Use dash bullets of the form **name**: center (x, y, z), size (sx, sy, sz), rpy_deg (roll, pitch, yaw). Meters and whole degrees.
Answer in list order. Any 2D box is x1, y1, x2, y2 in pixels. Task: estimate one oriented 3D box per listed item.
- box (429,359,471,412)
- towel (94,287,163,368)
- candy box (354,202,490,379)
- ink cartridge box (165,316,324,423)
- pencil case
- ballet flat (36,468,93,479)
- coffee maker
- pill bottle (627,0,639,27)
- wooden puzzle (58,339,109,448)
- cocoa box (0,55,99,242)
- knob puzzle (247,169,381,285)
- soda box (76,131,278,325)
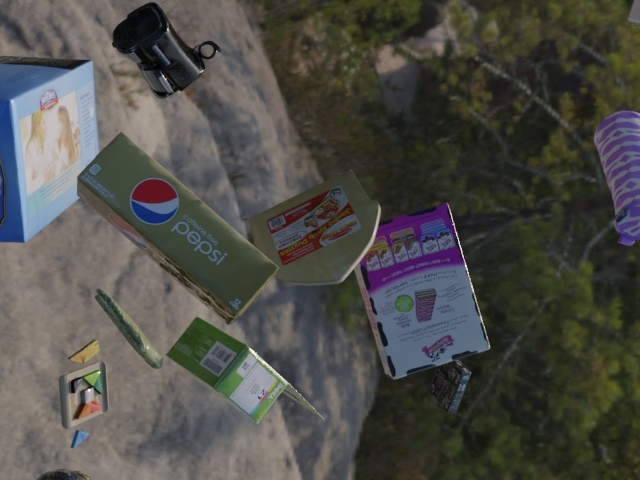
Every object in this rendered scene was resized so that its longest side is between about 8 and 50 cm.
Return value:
- **box**: center (0.218, 0.238, 1.684), size (0.018, 0.067, 0.083), rpy_deg (4, 115, -28)
- **towel**: center (-0.326, 0.149, 1.696), size (0.027, 0.148, 0.110), rpy_deg (-39, 152, -9)
- **candy box**: center (0.145, 0.076, 1.518), size (0.159, 0.071, 0.233), rpy_deg (-16, 90, -7)
- **ink cartridge box**: center (-0.136, 0.271, 1.851), size (0.097, 0.189, 0.255), rpy_deg (-51, 126, -13)
- **pencil case**: center (0.437, -0.089, 1.396), size (0.086, 0.088, 0.206), rpy_deg (16, 46, -12)
- **ballet flat**: center (-0.356, 0.616, 1.715), size (0.483, 0.164, 0.182), rpy_deg (65, 16, 16)
- **coffee maker**: center (-0.325, -0.409, 2.081), size (0.171, 0.120, 0.178), rpy_deg (-50, 152, -8)
- **pill bottle**: center (0.532, -0.412, 1.342), size (0.161, 0.161, 0.283), rpy_deg (5, 108, -46)
- **wooden puzzle**: center (-0.285, 0.186, 1.208), size (0.078, 0.014, 0.116), rpy_deg (-27, 116, -53)
- **cocoa box**: center (-0.523, -0.159, 1.620), size (0.347, 0.228, 0.231), rpy_deg (-68, 160, -68)
- **knob puzzle**: center (0.000, 0.000, 1.400), size (0.213, 0.213, 0.030), rpy_deg (-62, 143, -33)
- **soda box**: center (-0.126, -0.008, 0.871), size (0.181, 0.061, 0.058), rpy_deg (40, 72, -2)
